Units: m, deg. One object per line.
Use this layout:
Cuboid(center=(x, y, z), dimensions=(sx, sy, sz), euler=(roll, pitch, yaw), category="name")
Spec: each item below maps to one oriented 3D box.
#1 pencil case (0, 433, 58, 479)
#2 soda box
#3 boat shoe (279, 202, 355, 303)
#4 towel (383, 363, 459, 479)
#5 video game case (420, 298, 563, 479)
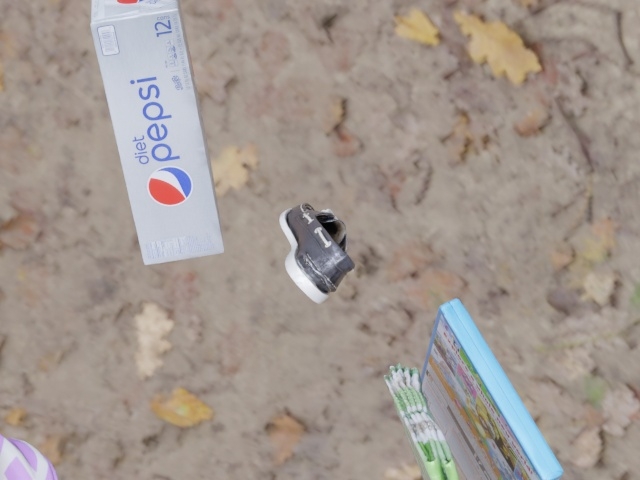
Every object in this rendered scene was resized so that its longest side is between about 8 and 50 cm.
Cuboid(center=(-0.211, 0.105, 0.676), dimensions=(0.088, 0.206, 0.086), euler=(-3, 67, 28), category="pencil case")
Cuboid(center=(-0.169, -0.122, 1.503), dimensions=(0.091, 0.286, 0.098), euler=(-10, 31, -2), category="soda box")
Cuboid(center=(0.000, 0.000, 0.928), dimensions=(0.038, 0.125, 0.046), euler=(-41, 103, 11), category="boat shoe")
Cuboid(center=(0.075, 0.143, 0.830), dimensions=(0.023, 0.152, 0.113), euler=(-23, 106, -1), category="towel")
Cuboid(center=(0.100, 0.116, 0.887), dimensions=(0.015, 0.166, 0.119), euler=(-25, 69, -11), category="video game case")
